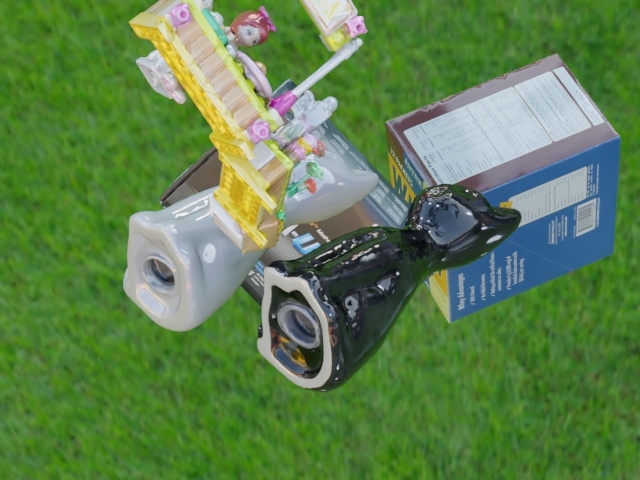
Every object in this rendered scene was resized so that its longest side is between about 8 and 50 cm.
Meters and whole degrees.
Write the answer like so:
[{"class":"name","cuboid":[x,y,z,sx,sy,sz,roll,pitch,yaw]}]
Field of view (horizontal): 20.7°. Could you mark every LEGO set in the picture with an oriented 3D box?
[{"class":"LEGO set","cuboid":[-0.032,-0.092,1.033,0.107,0.287,0.132,-41,47,-14]}]

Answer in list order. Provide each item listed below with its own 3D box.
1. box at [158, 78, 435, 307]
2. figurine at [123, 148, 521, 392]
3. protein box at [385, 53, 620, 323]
[{"class":"box","cuboid":[-0.016,-0.015,1.621,0.220,0.175,0.051,47,36,-6]},{"class":"figurine","cuboid":[0.000,0.000,1.222,0.215,0.092,0.209,19,37,39]},{"class":"protein box","cuboid":[0.192,-0.053,1.842,0.201,0.199,0.136,-22,53,-10]}]
